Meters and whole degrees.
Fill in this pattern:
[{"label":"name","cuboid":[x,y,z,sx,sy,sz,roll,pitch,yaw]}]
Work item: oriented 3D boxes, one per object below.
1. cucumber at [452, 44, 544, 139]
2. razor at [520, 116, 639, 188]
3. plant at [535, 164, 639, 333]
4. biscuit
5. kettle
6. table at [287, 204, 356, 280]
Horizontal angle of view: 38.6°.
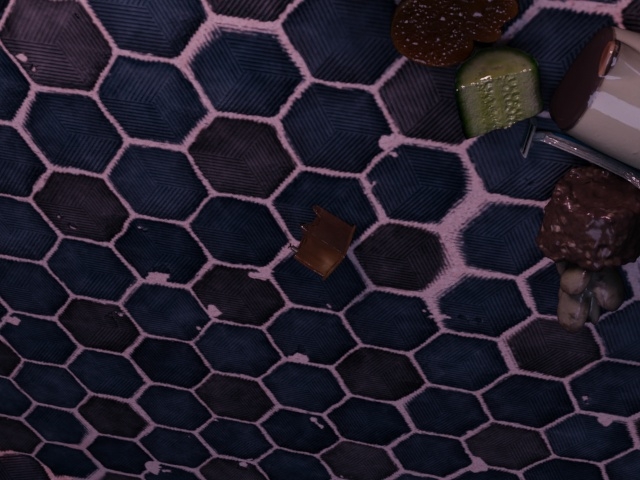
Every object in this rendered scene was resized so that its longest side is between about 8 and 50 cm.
[{"label":"cucumber","cuboid":[0.239,-0.204,1.245,0.116,0.062,0.115,-15,146,10]},{"label":"razor","cuboid":[0.382,-0.119,1.303,0.191,0.037,0.068,24,145,16]},{"label":"plant","cuboid":[0.403,0.022,1.384,0.149,0.146,0.274,43,155,37]},{"label":"biscuit","cuboid":[0.176,-0.292,1.211,0.175,0.026,0.124,-19,131,32]},{"label":"kettle","cuboid":[0.436,-0.157,1.195,0.255,0.165,0.240,19,165,-3]},{"label":"table","cuboid":[0.000,0.000,1.525,0.082,0.083,0.070,33,132,-9]}]
